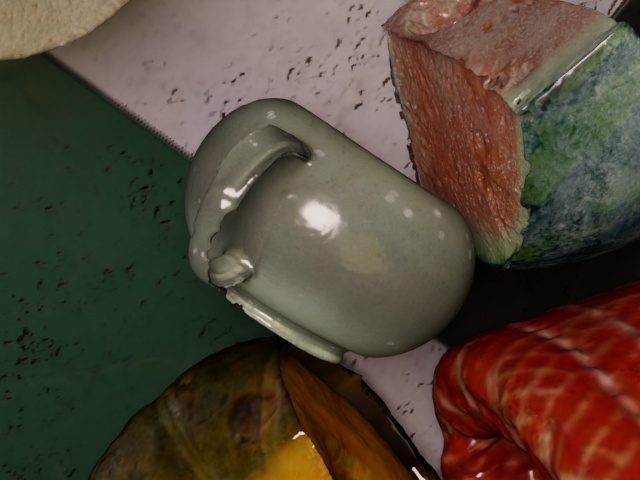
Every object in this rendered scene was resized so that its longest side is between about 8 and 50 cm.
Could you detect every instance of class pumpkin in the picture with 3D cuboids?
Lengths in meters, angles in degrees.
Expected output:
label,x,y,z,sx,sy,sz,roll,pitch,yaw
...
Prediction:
label,x,y,z,sx,sy,sz,roll,pitch,yaw
pumpkin,-0.019,0.218,0.895,0.225,0.256,0.303,-33,100,5

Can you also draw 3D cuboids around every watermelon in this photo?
label,x,y,z,sx,sy,sz,roll,pitch,yaw
watermelon,0.120,-0.075,0.840,0.148,0.318,0.226,-39,81,3

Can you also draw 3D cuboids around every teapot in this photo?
label,x,y,z,sx,sy,sz,roll,pitch,yaw
teapot,0.000,0.000,0.833,0.129,0.193,0.294,-57,156,4

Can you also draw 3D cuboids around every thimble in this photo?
label,x,y,z,sx,sy,sz,roll,pitch,yaw
thimble,0.245,0.202,0.950,0.230,0.350,0.350,-18,119,-14

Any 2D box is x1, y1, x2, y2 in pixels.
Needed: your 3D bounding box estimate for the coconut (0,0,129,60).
label,x,y,z,sx,sy,sz,roll,pitch,yaw
coconut,-0.168,-0.209,0.627,0.237,0.266,0.237,-5,110,-13
